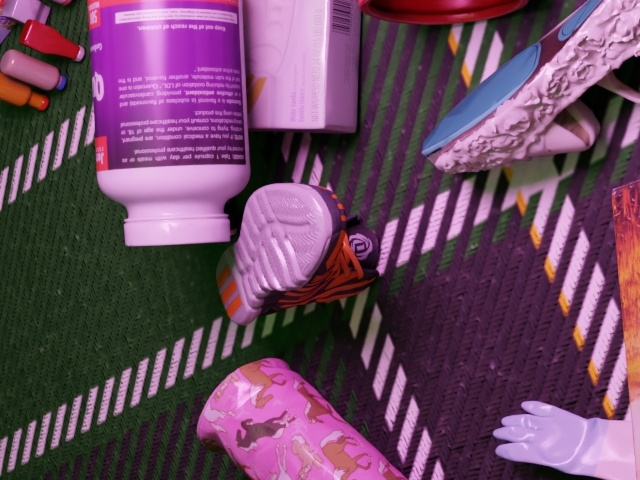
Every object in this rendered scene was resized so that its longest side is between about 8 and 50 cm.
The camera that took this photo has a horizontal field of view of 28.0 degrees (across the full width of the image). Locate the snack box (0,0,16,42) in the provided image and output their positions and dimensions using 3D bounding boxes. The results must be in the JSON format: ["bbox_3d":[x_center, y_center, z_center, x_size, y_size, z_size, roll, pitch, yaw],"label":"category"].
[{"bbox_3d":[-0.565,-0.381,2.034,0.207,0.070,0.174,-39,71,33],"label":"snack box"}]

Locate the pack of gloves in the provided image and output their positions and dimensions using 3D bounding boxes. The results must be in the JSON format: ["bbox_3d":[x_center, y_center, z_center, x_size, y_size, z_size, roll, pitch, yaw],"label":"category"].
[{"bbox_3d":[0.264,0.270,1.395,0.232,0.046,0.195,4,68,39],"label":"pack of gloves"}]

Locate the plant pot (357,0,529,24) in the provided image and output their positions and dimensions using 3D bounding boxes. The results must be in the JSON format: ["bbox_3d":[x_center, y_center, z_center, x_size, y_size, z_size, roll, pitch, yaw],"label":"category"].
[{"bbox_3d":[0.133,-0.339,1.411,0.191,0.191,0.174,-5,82,39],"label":"plant pot"}]

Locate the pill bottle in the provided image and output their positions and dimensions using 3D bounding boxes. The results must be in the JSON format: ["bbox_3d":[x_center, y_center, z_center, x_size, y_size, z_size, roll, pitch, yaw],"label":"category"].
[{"bbox_3d":[-0.176,-0.157,1.510,0.181,0.181,0.322,-2,91,39],"label":"pill bottle"}]

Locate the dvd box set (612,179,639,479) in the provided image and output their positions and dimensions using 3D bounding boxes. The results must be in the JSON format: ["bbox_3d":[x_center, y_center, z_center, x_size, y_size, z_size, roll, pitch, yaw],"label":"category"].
[{"bbox_3d":[0.417,0.112,1.190,0.308,0.062,0.420,-22,62,51],"label":"dvd box set"}]

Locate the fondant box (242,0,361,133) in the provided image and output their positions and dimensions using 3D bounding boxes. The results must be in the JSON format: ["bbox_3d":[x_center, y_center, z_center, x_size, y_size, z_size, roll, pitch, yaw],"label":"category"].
[{"bbox_3d":[-0.114,-0.259,1.629,0.330,0.096,0.238,4,94,29],"label":"fondant box"}]

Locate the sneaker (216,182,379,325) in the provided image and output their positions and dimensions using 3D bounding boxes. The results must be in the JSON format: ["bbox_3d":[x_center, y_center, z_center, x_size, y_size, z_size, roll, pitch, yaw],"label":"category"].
[{"bbox_3d":[0.000,0.000,1.533,0.321,0.180,0.124,-39,67,62],"label":"sneaker"}]

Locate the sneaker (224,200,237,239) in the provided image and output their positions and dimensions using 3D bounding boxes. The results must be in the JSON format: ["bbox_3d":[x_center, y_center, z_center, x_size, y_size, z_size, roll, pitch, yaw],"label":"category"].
[{"bbox_3d":[-0.175,-0.107,1.740,0.097,0.084,0.234,-46,66,31],"label":"sneaker"}]

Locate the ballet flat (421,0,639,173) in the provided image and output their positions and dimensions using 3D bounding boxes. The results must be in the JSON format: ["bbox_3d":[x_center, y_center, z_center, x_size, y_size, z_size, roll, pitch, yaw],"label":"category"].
[{"bbox_3d":[0.277,-0.172,1.351,0.409,0.147,0.147,-43,69,34],"label":"ballet flat"}]

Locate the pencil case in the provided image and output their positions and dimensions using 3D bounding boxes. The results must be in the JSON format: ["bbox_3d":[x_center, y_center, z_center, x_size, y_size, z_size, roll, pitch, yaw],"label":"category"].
[{"bbox_3d":[0.014,0.307,1.582,0.386,0.160,0.167,41,113,28],"label":"pencil case"}]

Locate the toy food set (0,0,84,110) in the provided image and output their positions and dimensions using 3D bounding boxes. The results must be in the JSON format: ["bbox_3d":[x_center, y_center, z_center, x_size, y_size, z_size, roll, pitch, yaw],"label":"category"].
[{"bbox_3d":[-0.412,-0.310,1.924,0.111,0.104,0.232,16,87,50],"label":"toy food set"}]
